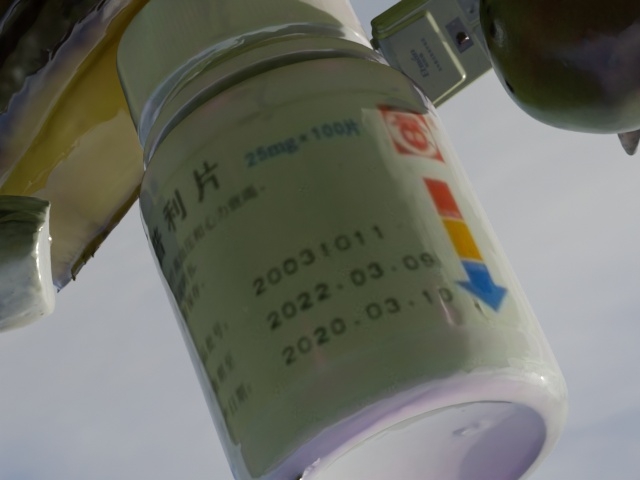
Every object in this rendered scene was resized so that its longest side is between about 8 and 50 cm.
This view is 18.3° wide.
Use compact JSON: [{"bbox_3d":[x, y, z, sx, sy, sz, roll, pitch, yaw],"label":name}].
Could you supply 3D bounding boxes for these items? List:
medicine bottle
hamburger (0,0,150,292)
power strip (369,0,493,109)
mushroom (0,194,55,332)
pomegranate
[{"bbox_3d":[0.000,0.000,1.019,0.170,0.293,0.170,-16,149,-10],"label":"medicine bottle"},{"bbox_3d":[-0.221,-0.170,1.708,0.396,0.277,0.396,-52,-176,5],"label":"hamburger"},{"bbox_3d":[0.107,-0.152,1.342,0.169,0.076,0.028,-35,-156,-3],"label":"power strip"},{"bbox_3d":[-0.259,0.004,1.139,0.223,0.092,0.081,6,159,8],"label":"mushroom"},{"bbox_3d":[0.157,-0.103,1.023,0.129,0.159,0.129,-35,-149,25],"label":"pomegranate"}]
